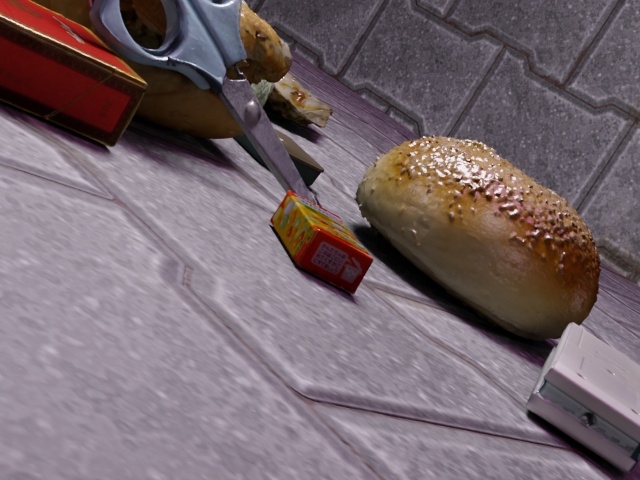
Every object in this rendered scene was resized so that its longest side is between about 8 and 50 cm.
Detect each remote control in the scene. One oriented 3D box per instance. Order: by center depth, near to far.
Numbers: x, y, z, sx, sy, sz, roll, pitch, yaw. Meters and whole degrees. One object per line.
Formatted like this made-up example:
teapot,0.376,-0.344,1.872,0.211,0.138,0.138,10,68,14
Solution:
remote control,0.253,0.140,1.106,0.103,0.055,0.277,33,11,11

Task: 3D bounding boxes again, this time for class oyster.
oyster,-0.072,-0.258,2.011,0.204,0.111,0.396,47,4,-20

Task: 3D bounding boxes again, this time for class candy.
candy,0.000,0.000,1.069,0.062,0.038,0.122,28,10,-21

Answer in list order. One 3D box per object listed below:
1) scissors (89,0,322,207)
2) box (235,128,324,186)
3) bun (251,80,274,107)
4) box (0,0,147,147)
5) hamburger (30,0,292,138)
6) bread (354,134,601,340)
scissors,-0.080,-0.147,1.141,0.029,0.191,0.360,-9,-59,45
box,-0.056,-0.111,1.468,0.091,0.031,0.126,24,13,-36
bun,-0.143,-0.258,1.681,0.195,0.118,0.195,31,6,-4
box,-0.279,-0.171,0.991,0.240,0.074,0.153,22,10,-40
hamburger,-0.179,-0.236,1.276,0.319,0.158,0.318,38,16,-13
bread,0.184,-0.015,1.355,0.306,0.158,0.305,30,11,-7
